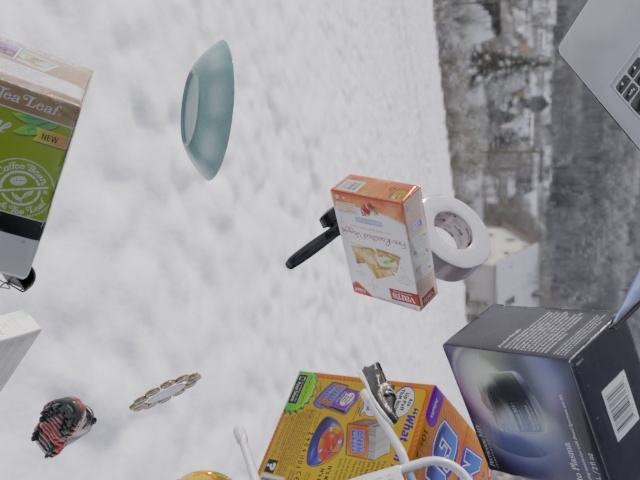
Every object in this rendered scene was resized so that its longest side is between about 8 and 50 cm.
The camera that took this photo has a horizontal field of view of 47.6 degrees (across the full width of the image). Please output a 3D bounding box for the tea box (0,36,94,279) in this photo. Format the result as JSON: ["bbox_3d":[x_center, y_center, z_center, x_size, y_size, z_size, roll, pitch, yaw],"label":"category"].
[{"bbox_3d":[-0.575,-0.160,1.153,0.220,0.329,0.323,-112,-138,-61],"label":"tea box"}]

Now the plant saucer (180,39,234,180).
[{"bbox_3d":[-0.163,-0.180,0.997,0.195,0.038,0.194,-176,-90,-66],"label":"plant saucer"}]

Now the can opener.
[{"bbox_3d":[0.000,0.000,1.541,0.186,0.073,0.059,-41,168,-12],"label":"can opener"}]

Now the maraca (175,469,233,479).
[{"bbox_3d":[-0.165,0.399,1.093,0.099,0.127,0.185,-51,171,-9],"label":"maraca"}]

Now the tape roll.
[{"bbox_3d":[0.316,-0.008,1.819,0.072,0.219,0.219,-54,-166,48],"label":"tape roll"}]

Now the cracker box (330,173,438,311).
[{"bbox_3d":[0.116,0.004,1.305,0.067,0.156,0.232,-41,129,-36],"label":"cracker box"}]

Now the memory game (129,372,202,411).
[{"bbox_3d":[-0.371,0.364,1.742,0.012,0.186,0.186,61,11,16],"label":"memory game"}]

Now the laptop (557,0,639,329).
[{"bbox_3d":[0.332,-0.205,0.630,0.407,0.237,0.381,66,-33,34],"label":"laptop"}]

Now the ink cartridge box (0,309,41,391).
[{"bbox_3d":[-0.536,0.201,1.070,0.181,0.056,0.225,-53,170,11],"label":"ink cartridge box"}]

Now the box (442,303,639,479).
[{"bbox_3d":[0.423,0.289,1.335,0.183,0.294,0.296,-30,105,-31],"label":"box"}]

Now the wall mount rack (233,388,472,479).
[{"bbox_3d":[0.020,0.351,0.984,0.130,0.350,0.304,97,-23,-59],"label":"wall mount rack"}]

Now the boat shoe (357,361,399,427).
[{"bbox_3d":[0.088,0.215,1.024,0.046,0.038,0.125,60,-1,-24],"label":"boat shoe"}]

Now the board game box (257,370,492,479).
[{"bbox_3d":[0.116,0.536,1.575,0.356,0.357,0.356,51,51,-38],"label":"board game box"}]

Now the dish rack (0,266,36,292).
[{"bbox_3d":[-0.684,0.073,1.326,0.271,0.074,0.208,-48,132,-36],"label":"dish rack"}]

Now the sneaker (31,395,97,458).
[{"bbox_3d":[-0.597,0.421,1.727,0.135,0.097,0.276,-33,169,-42],"label":"sneaker"}]
